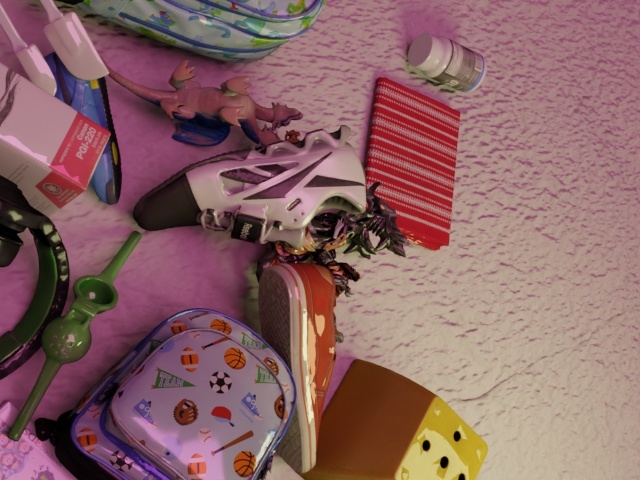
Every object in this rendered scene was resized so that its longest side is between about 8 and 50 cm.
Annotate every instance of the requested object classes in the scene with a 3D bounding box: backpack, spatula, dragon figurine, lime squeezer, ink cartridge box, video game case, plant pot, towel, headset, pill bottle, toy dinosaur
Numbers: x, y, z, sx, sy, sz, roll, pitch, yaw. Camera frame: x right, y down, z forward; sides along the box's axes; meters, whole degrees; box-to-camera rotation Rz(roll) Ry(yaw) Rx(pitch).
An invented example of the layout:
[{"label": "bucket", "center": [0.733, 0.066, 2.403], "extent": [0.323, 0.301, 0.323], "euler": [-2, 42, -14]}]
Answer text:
[{"label": "backpack", "center": [-0.158, -0.393, 1.038], "extent": [0.355, 0.273, 0.290], "euler": [29, 61, -42]}, {"label": "spatula", "center": [-0.392, -0.273, 0.910], "extent": [0.168, 0.019, 0.242], "euler": [-25, 111, 6]}, {"label": "dragon figurine", "center": [-0.169, -0.186, 1.077], "extent": [0.289, 0.144, 0.085], "euler": [7, 79, -3]}, {"label": "lime squeezer", "center": [-0.290, 0.099, 0.932], "extent": [0.058, 0.110, 0.310], "euler": [21, 63, 6]}, {"label": "backpack", "center": [-0.164, 0.218, 0.958], "extent": [0.276, 0.213, 0.263], "euler": [43, 45, -9]}, {"label": "ink cartridge box", "center": [-0.382, -0.125, 0.875], "extent": [0.218, 0.158, 0.092], "euler": [32, 57, -29]}, {"label": "video game case", "center": [-0.386, 0.300, 0.910], "extent": [0.143, 0.019, 0.157], "euler": [51, 60, -19]}, {"label": "plant pot", "center": [0.128, 0.331, 1.170], "extent": [0.212, 0.187, 0.212], "euler": [46, 61, -23]}, {"label": "towel", "center": [0.162, -0.134, 1.346], "extent": [0.198, 0.031, 0.275], "euler": [17, 73, -31]}, {"label": "headset", "center": [-0.439, -0.008, 0.811], "extent": [0.243, 0.185, 0.394], "euler": [-42, 138, -27]}, {"label": "pill bottle", "center": [0.233, -0.329, 1.390], "extent": [0.137, 0.078, 0.078], "euler": [14, 76, -33]}, {"label": "toy dinosaur", "center": [0.000, 0.000, 1.151], "extent": [0.218, 0.164, 0.322], "euler": [-14, 115, -20]}]

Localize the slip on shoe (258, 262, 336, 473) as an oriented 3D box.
[{"label": "slip on shoe", "center": [-0.024, 0.185, 1.079], "extent": [0.101, 0.123, 0.331], "euler": [-13, 112, -35]}]

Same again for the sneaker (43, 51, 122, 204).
[{"label": "sneaker", "center": [-0.315, -0.147, 0.995], "extent": [0.082, 0.069, 0.209], "euler": [-11, 100, -6]}]

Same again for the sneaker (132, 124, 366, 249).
[{"label": "sneaker", "center": [-0.087, -0.048, 1.041], "extent": [0.330, 0.122, 0.146], "euler": [-17, 80, -11]}]
